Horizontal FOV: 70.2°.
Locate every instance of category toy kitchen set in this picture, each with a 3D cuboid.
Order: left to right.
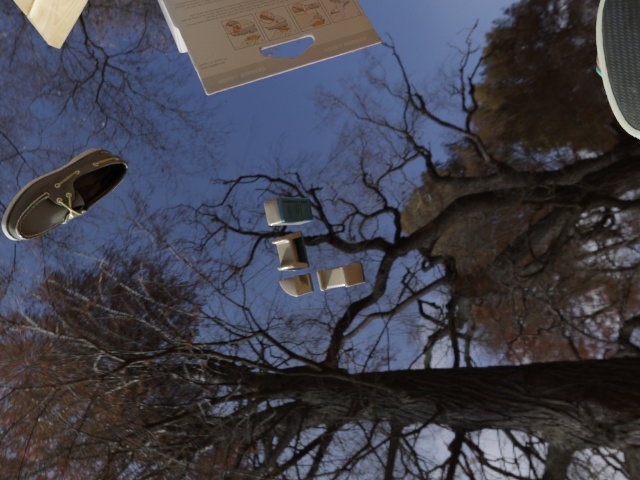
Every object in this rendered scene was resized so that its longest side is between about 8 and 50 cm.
[{"bbox_3d":[0.000,0.000,0.957,0.122,0.166,0.207,-7,-95,-60],"label":"toy kitchen set"}]

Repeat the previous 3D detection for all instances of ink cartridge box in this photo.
[{"bbox_3d":[-0.090,-0.365,0.735,0.296,0.066,0.261,-22,-102,-14],"label":"ink cartridge box"}]

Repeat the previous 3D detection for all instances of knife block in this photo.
[{"bbox_3d":[-0.601,-0.600,1.095,0.242,0.275,0.088,-4,-109,-1],"label":"knife block"}]

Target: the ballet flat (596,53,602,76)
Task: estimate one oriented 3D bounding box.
[{"bbox_3d":[0.484,-0.304,0.696,0.080,0.073,0.232,36,-132,9],"label":"ballet flat"}]

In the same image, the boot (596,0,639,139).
[{"bbox_3d":[0.274,-0.178,0.282,0.176,0.088,0.244,1,-86,-17],"label":"boot"}]

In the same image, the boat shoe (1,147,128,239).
[{"bbox_3d":[-0.574,-0.107,1.045,0.305,0.091,0.109,-56,-27,-38],"label":"boat shoe"}]
